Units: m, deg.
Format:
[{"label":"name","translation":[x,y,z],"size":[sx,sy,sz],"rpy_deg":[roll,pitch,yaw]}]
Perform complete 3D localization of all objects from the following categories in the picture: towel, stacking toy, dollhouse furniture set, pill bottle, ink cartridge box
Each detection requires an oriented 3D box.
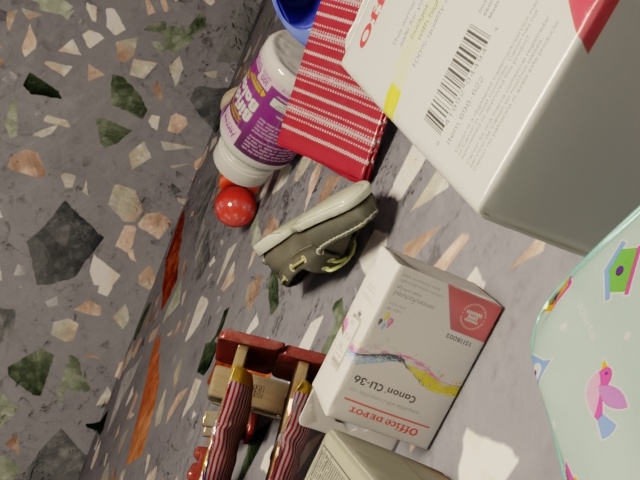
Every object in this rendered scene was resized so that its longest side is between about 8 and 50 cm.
[{"label":"towel","translation":[0.042,-0.238,1.284],"size":[0.199,0.031,0.275],"rpy_deg":[28,105,38]},{"label":"stacking toy","translation":[-0.167,-0.175,1.900],"size":[0.141,0.141,0.330],"rpy_deg":[-44,36,52]},{"label":"dollhouse furniture set","translation":[-0.088,0.269,1.123],"size":[0.374,0.152,0.201],"rpy_deg":[110,175,-67]},{"label":"pill bottle","translation":[-0.092,-0.242,1.663],"size":[0.301,0.169,0.169],"rpy_deg":[-51,23,41]},{"label":"ink cartridge box","translation":[0.071,0.120,0.823],"size":[0.198,0.115,0.067],"rpy_deg":[-65,18,10]},{"label":"ink cartridge box","translation":[0.185,-0.197,0.732],"size":[0.279,0.160,0.384],"rpy_deg":[-64,25,20]}]

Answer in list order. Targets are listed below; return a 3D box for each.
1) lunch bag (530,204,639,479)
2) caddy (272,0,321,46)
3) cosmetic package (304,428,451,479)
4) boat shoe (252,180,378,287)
[{"label":"lunch bag","translation":[0.229,0.082,0.422],"size":[0.224,0.108,0.279],"rpy_deg":[-50,26,29]},{"label":"caddy","translation":[0.060,-0.463,1.378],"size":[0.341,0.241,0.179],"rpy_deg":[-62,14,17]},{"label":"cosmetic package","translation":[0.070,0.269,0.620],"size":[0.153,0.129,0.296],"rpy_deg":[-65,17,2]},{"label":"boat shoe","translation":[0.003,-0.002,1.216],"size":[0.109,0.091,0.305],"rpy_deg":[-34,3,-29]}]
